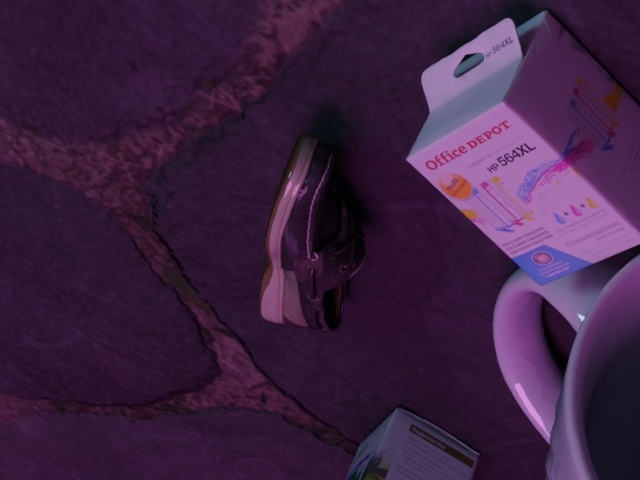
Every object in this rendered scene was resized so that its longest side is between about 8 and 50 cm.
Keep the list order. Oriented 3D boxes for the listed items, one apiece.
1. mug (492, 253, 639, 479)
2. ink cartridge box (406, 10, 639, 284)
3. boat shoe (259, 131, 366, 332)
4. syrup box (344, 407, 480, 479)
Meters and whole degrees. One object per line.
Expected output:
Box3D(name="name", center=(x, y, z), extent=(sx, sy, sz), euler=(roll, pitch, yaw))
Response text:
Box3D(name="mug", center=(0.253, 0.156, 0.796), extent=(0.374, 0.276, 0.328), euler=(46, 160, 29))
Box3D(name="ink cartridge box", center=(0.130, -0.060, 0.731), extent=(0.143, 0.090, 0.092), euler=(40, 142, -16))
Box3D(name="boat shoe", center=(0.000, 0.001, 0.902), extent=(0.073, 0.080, 0.223), euler=(18, 147, 5))
Box3D(name="syrup box", center=(0.050, 0.276, 1.051), extent=(0.096, 0.237, 0.093), euler=(30, 143, -4))
